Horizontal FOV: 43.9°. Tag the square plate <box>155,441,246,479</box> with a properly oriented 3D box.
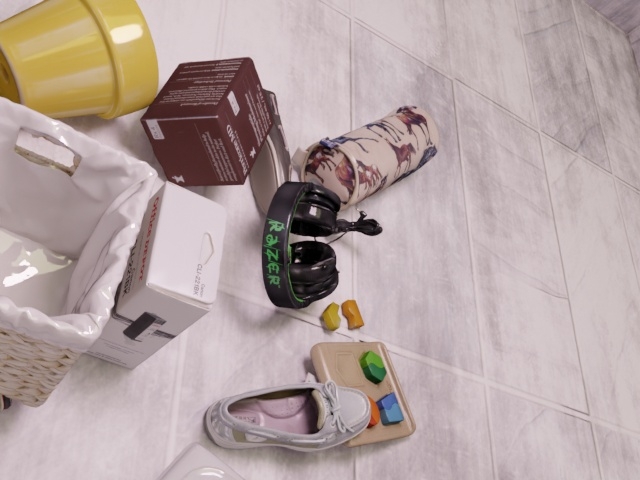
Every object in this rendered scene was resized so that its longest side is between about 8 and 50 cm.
[{"bbox_3d":[-0.154,0.494,1.178,0.344,0.049,0.347,35,37,11],"label":"square plate"}]

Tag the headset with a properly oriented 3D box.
[{"bbox_3d":[0.000,0.000,1.587,0.394,0.185,0.243,-29,122,-72],"label":"headset"}]

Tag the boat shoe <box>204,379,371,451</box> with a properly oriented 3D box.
[{"bbox_3d":[-0.042,0.309,1.416,0.320,0.103,0.118,5,62,-25],"label":"boat shoe"}]

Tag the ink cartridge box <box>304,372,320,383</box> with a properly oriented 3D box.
[{"bbox_3d":[0.004,0.315,1.546,0.115,0.029,0.063,39,41,-16],"label":"ink cartridge box"}]

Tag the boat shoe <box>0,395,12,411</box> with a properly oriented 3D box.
[{"bbox_3d":[-0.478,0.188,1.190,0.043,0.049,0.137,1,59,-43],"label":"boat shoe"}]

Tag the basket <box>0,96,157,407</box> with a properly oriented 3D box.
[{"bbox_3d":[-0.453,0.016,1.117,0.328,0.266,0.331,24,45,-16],"label":"basket"}]

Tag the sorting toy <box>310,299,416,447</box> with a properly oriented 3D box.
[{"bbox_3d":[0.079,0.258,1.612,0.229,0.041,0.307,6,57,-50],"label":"sorting toy"}]

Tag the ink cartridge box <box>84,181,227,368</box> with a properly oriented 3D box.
[{"bbox_3d":[-0.274,0.062,1.282,0.114,0.273,0.197,25,49,-28],"label":"ink cartridge box"}]

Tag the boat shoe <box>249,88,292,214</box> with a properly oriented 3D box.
[{"bbox_3d":[-0.105,-0.205,1.724,0.095,0.112,0.335,1,60,-36],"label":"boat shoe"}]

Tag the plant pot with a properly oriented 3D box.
[{"bbox_3d":[-0.455,-0.323,1.409,0.239,0.254,0.254,-26,83,-32],"label":"plant pot"}]

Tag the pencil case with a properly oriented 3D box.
[{"bbox_3d":[0.123,-0.209,1.891,0.183,0.160,0.410,49,41,10],"label":"pencil case"}]

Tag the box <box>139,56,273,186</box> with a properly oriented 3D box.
[{"bbox_3d":[-0.215,-0.232,1.559,0.203,0.167,0.168,-71,153,-42],"label":"box"}]
